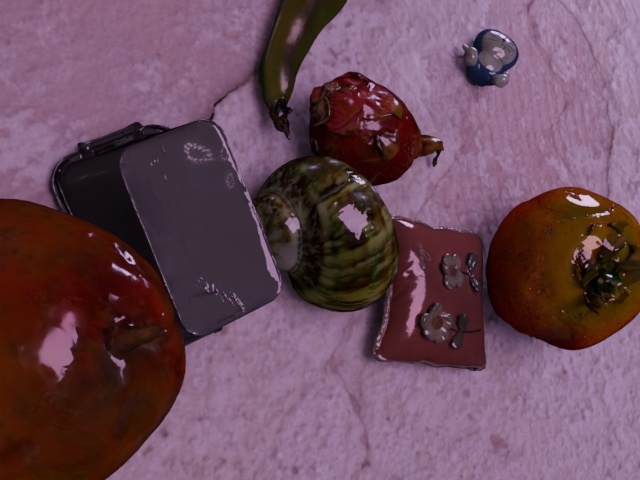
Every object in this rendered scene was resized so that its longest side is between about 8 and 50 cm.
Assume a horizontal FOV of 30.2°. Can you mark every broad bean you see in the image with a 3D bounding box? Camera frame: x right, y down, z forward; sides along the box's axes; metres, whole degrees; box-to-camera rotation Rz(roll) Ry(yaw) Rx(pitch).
[{"bbox_3d":[-0.017,-0.258,1.389,0.075,0.067,0.325,21,71,0],"label":"broad bean"}]

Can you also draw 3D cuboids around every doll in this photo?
[{"bbox_3d":[0.222,-0.243,1.561,0.076,0.050,0.083,37,64,-6],"label":"doll"}]

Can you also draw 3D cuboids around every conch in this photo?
[{"bbox_3d":[-0.001,0.001,1.313,0.181,0.124,0.187,11,111,1],"label":"conch"}]

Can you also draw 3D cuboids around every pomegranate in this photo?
[{"bbox_3d":[0.316,0.036,1.478,0.210,0.235,0.210,-1,92,-19],"label":"pomegranate"}]

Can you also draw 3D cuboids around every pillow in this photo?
[{"bbox_3d":[0.141,0.065,1.443,0.171,0.075,0.179,10,77,-36],"label":"pillow"}]

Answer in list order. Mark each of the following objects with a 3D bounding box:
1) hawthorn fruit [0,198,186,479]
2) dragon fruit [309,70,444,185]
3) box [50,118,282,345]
[{"bbox_3d":[-0.236,0.100,1.023,0.277,0.298,0.277,15,71,-51],"label":"hawthorn fruit"},{"bbox_3d":[0.076,-0.123,1.407,0.246,0.125,0.125,3,113,-55],"label":"dragon fruit"},{"bbox_3d":[-0.150,-0.006,1.209,0.163,0.135,0.243,-25,98,-35],"label":"box"}]
